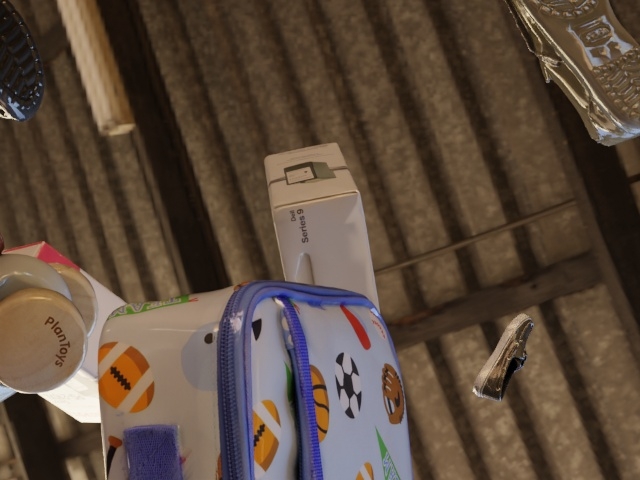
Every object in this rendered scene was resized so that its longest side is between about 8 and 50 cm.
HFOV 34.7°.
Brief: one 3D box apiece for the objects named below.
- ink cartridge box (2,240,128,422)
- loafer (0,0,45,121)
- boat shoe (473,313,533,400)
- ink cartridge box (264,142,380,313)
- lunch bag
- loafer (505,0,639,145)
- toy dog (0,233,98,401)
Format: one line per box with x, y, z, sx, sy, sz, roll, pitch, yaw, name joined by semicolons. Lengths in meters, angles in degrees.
-0.297;0.115;1.195;0.172;0.100;0.237;-9;-43;45;ink cartridge box
-0.296;-0.170;0.756;0.078;0.080;0.220;-25;-62;31;loafer
0.257;0.160;1.387;0.040;0.142;0.049;22;-32;29;boat shoe
0.000;0.000;1.464;0.289;0.121;0.211;-105;-176;-71;ink cartridge box
-0.023;0.175;0.550;0.114;0.243;0.304;-10;-99;19;lunch bag
0.229;-0.191;0.970;0.251;0.094;0.087;65;-20;19;loafer
-0.342;0.087;0.848;0.220;0.333;0.161;-8;-67;60;toy dog
